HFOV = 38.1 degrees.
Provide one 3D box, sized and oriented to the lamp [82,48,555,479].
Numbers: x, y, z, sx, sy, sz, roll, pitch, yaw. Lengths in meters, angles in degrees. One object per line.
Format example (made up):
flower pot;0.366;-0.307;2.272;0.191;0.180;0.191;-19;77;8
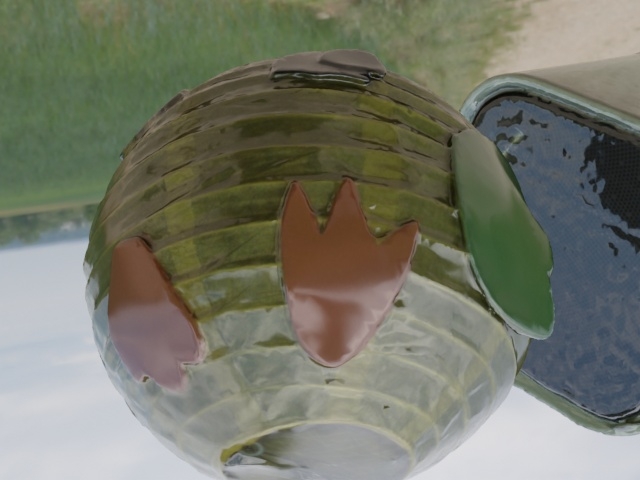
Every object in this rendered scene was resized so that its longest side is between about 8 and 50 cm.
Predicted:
lamp;0.000;0.000;0.524;0.250;0.284;0.250;1;141;1

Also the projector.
projector;0.265;-0.013;0.800;0.248;0.248;0.249;31;-147;35
